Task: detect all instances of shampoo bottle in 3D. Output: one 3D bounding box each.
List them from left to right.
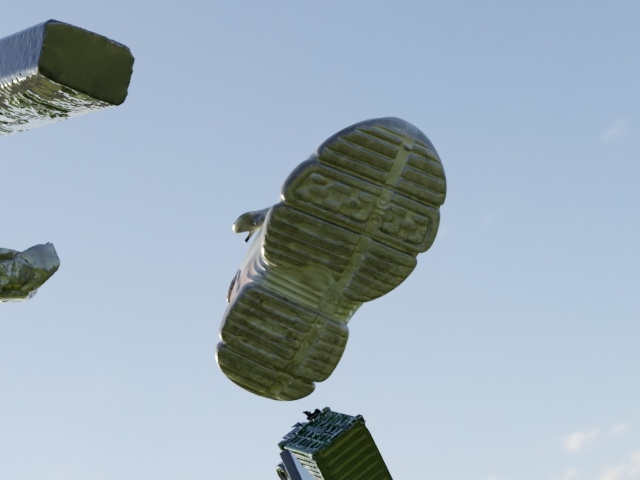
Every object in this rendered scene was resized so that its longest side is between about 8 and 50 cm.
[{"bbox_3d":[-0.309,-0.154,1.303,0.098,0.071,0.309,15,-12,-38],"label":"shampoo bottle"}]

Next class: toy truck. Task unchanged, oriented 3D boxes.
[{"bbox_3d":[0.040,0.323,1.515,0.088,0.259,0.121,-35,19,-28],"label":"toy truck"}]

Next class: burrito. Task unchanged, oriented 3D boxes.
[{"bbox_3d":[-0.313,0.031,1.161,0.063,0.058,0.229,-10,-3,23],"label":"burrito"}]

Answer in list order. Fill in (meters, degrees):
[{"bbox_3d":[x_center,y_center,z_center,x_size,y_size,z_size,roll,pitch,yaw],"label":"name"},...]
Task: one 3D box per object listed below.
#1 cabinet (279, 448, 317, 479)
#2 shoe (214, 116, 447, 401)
[{"bbox_3d":[-0.028,0.309,1.015,0.175,0.148,0.215,-32,-47,2],"label":"cabinet"},{"bbox_3d":[-0.002,-0.002,1.487,0.172,0.198,0.351,33,-74,-12],"label":"shoe"}]
